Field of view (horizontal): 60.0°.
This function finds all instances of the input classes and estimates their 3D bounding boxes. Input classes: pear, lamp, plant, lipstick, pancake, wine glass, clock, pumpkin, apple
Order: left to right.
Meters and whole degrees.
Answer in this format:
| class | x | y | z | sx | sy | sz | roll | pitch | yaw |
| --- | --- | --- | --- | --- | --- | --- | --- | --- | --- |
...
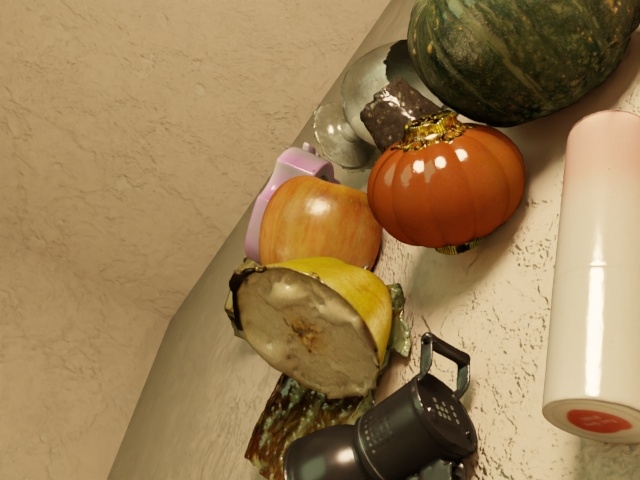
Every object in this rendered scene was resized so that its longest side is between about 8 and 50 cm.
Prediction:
| class | x | y | z | sx | sy | sz | roll | pitch | yaw |
| --- | --- | --- | --- | --- | --- | --- | --- | --- | --- |
| clock | -0.052 | -0.070 | 1.376 | 0.338 | 0.102 | 0.338 | -57 | -18 | -30 |
| apple | 0.000 | 0.000 | 1.119 | 0.242 | 0.242 | 0.240 | -154 | 80 | -74 |
| pear | 0.008 | 0.104 | 0.858 | 0.267 | 0.267 | 0.178 | -43 | 0 | 44 |
| pancake | 0.017 | 0.251 | 0.947 | 0.426 | 0.067 | 0.305 | -57 | 23 | 1 |
| wine glass | 0.139 | -0.308 | 1.287 | 0.323 | 0.238 | 0.238 | -23 | 39 | 60 |
| lamp | 0.085 | 0.240 | 0.622 | 0.227 | 0.147 | 0.172 | -43 | 34 | 24 |
| plant | 0.176 | -0.209 | 1.071 | 0.132 | 0.194 | 0.129 | -38 | 0 | -44 |
| lamp | 0.176 | -0.081 | 0.791 | 0.223 | 0.196 | 0.223 | -16 | 19 | 6 |
| pumpkin | 0.276 | -0.304 | 0.784 | 0.291 | 0.257 | 0.327 | -41 | 15 | 24 |
| lipstick | 0.269 | 0.016 | 0.523 | 0.087 | 0.087 | 0.326 | -37 | 26 | 53 |

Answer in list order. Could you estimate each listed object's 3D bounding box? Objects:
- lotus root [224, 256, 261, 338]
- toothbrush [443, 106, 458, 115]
| class | x | y | z | sx | sy | sz | roll | pitch | yaw |
| --- | --- | --- | --- | --- | --- | --- | --- | --- | --- |
| lotus root | -0.154 | 0.135 | 1.549 | 0.210 | 0.142 | 0.314 | 4 | 51 | 30 |
| toothbrush | 0.215 | -0.199 | 1.202 | 0.297 | 0.030 | 0.030 | -51 | 7 | 28 |
